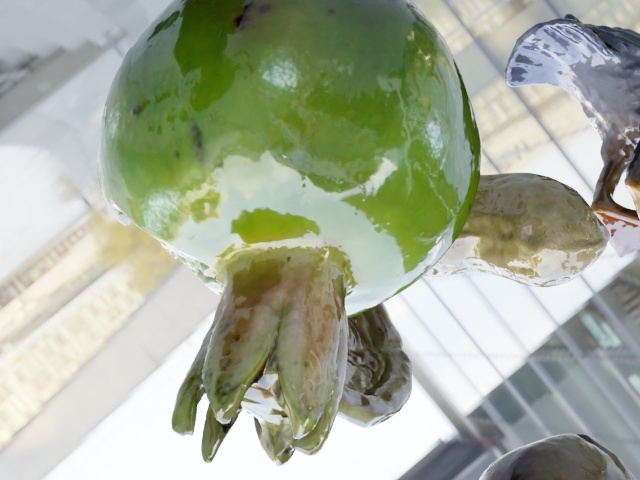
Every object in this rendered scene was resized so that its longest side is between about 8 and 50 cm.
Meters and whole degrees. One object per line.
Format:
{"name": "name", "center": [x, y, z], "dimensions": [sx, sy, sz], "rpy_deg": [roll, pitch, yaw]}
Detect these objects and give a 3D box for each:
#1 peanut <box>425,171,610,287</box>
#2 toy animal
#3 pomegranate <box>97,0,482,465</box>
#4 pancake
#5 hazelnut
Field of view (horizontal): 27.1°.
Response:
{"name": "peanut", "center": [0.108, -0.011, 0.916], "dimensions": [0.192, 0.089, 0.089], "rpy_deg": [5, -145, 36]}
{"name": "toy animal", "center": [0.290, -0.081, 1.109], "dimensions": [0.185, 0.298, 0.122], "rpy_deg": [-44, 176, -30]}
{"name": "pomegranate", "center": [-0.019, -0.021, 0.775], "dimensions": [0.236, 0.236, 0.302], "rpy_deg": [-34, -140, 37]}
{"name": "pancake", "center": [-0.017, 0.033, 0.990], "dimensions": [0.031, 0.250, 0.250], "rpy_deg": [-38, -174, 17]}
{"name": "hazelnut", "center": [0.244, 0.309, 1.417], "dimensions": [0.208, 0.208, 0.208], "rpy_deg": [-39, -173, 5]}
